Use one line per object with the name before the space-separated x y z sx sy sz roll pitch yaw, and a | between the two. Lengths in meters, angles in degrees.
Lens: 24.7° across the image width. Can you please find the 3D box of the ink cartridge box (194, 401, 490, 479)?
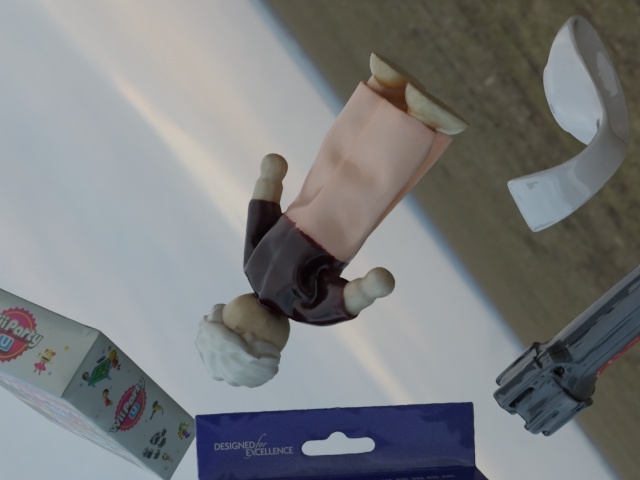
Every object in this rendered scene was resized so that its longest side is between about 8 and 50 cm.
ink cartridge box | 0.030 0.322 1.464 0.072 0.303 0.307 165 103 -75

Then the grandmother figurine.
grandmother figurine | 0.000 0.000 1.372 0.104 0.342 0.208 27 -165 -39

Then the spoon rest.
spoon rest | 0.247 -0.112 1.354 0.137 0.084 0.276 59 -146 -24

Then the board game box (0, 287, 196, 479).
board game box | -0.311 0.174 1.821 0.224 0.097 0.303 20 161 29

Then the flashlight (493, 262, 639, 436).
flashlight | 0.310 0.071 1.413 0.103 0.304 0.103 43 -160 -5
